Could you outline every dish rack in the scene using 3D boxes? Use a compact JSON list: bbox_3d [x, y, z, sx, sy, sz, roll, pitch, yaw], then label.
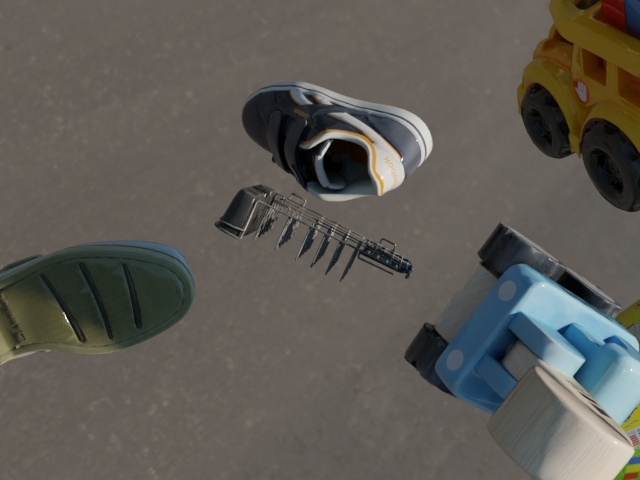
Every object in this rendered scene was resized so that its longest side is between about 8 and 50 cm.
[{"bbox_3d":[0.000,0.000,1.570,0.271,0.074,0.208,26,8,3],"label":"dish rack"}]

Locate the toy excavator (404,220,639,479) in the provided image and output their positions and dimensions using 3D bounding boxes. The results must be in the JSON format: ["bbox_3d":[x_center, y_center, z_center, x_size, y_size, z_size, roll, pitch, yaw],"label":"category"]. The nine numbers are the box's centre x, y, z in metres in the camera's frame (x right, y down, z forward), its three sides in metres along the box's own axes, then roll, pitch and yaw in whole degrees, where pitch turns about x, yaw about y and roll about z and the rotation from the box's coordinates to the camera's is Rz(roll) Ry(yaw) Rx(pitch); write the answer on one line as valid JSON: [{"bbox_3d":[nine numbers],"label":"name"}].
[{"bbox_3d":[0.282,0.168,1.312,0.433,0.222,0.445,29,11,-38],"label":"toy excavator"}]

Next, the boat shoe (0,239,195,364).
[{"bbox_3d":[-0.263,0.056,1.104,0.103,0.302,0.113,-71,147,-69],"label":"boat shoe"}]

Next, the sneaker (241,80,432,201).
[{"bbox_3d":[-0.009,-0.141,1.578,0.127,0.321,0.126,-47,134,-34],"label":"sneaker"}]

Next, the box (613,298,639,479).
[{"bbox_3d":[0.527,0.243,1.627,0.279,0.290,0.177,42,29,-11],"label":"box"}]

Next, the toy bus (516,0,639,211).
[{"bbox_3d":[0.245,-0.155,0.869,0.220,0.149,0.211,48,-15,51],"label":"toy bus"}]
